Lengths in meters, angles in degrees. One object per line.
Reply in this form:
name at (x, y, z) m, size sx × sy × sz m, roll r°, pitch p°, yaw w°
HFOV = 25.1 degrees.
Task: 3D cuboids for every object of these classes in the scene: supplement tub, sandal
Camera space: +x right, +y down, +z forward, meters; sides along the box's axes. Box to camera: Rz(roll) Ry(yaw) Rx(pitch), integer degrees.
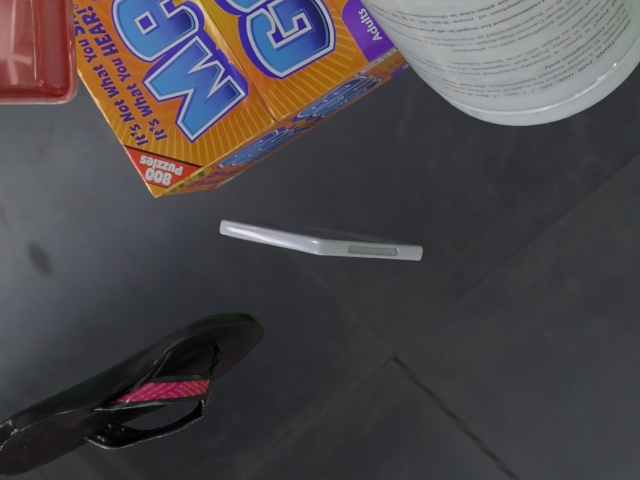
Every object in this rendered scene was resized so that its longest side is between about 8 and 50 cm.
supplement tub at (0.037, -0.077, 0.335) m, size 0.071 × 0.071 × 0.107 m, roll 15°, pitch 167°, yaw 27°
sandal at (-0.103, 0.095, 0.817) m, size 0.040 × 0.179 × 0.067 m, roll 46°, pitch 144°, yaw 26°

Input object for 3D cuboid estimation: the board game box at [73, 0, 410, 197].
board game box at (-0.119, -0.302, 1.877) m, size 0.356 × 0.356 × 0.356 m, roll -31°, pitch 89°, yaw 9°

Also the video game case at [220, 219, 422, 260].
video game case at (0.000, 0.000, 1.989) m, size 0.212 × 0.193 × 0.023 m, roll 12°, pitch 96°, yaw 47°

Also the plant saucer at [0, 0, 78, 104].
plant saucer at (-0.302, -0.204, 0.967) m, size 0.048 × 0.259 × 0.258 m, roll 133°, pitch 132°, yaw -68°

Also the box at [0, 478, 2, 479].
box at (-0.364, 0.121, 0.676) m, size 0.345 × 0.215 × 0.168 m, roll 30°, pitch 175°, yaw 8°
